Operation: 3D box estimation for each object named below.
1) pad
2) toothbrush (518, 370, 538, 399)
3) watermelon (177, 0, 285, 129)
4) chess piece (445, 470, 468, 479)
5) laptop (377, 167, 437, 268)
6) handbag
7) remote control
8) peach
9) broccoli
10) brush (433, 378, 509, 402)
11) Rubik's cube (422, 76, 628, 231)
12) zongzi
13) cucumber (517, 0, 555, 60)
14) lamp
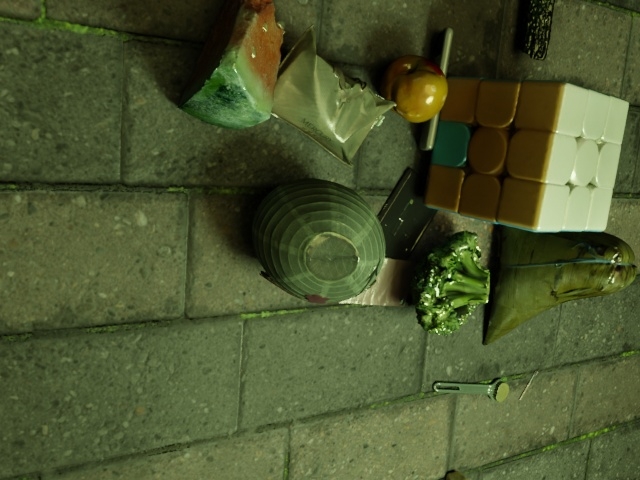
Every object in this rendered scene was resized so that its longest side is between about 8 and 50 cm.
[{"bbox_3d":[0.128,0.091,1.451,0.187,0.006,0.113,6,104,-33],"label":"pad"},{"bbox_3d":[0.580,0.404,1.821,0.006,0.008,0.097,38,80,-19],"label":"toothbrush"},{"bbox_3d":[-0.133,-0.334,1.105,0.139,0.193,0.257,19,76,-35],"label":"watermelon"},{"bbox_3d":[0.363,0.757,1.691,0.137,0.137,0.301,-6,101,-32],"label":"chess piece"},{"bbox_3d":[0.190,-0.049,1.460,0.135,0.016,0.197,37,80,-32],"label":"laptop"},{"bbox_3d":[0.013,-0.266,1.235,0.270,0.117,0.182,29,104,-33],"label":"handbag"},{"bbox_3d":[0.245,-0.325,1.407,0.029,0.067,0.261,8,97,-7],"label":"remote control"},{"bbox_3d":[0.195,-0.306,1.332,0.138,0.138,0.138,-8,105,-32],"label":"peach"},{"bbox_3d":[0.291,0.098,1.460,0.176,0.226,0.198,-18,123,17],"label":"broccoli"},{"bbox_3d":[0.391,0.384,1.682,0.266,0.027,0.062,11,94,-34],"label":"brush"},{"bbox_3d":[0.438,-0.181,1.403,0.290,0.291,0.291,0,103,-41],"label":"Rubik's cube"},{"bbox_3d":[0.552,0.134,1.563,0.160,0.323,0.361,7,101,-42],"label":"zongzi"},{"bbox_3d":[0.506,-0.552,1.516,0.077,0.077,0.265,-4,103,-33],"label":"cucumber"},{"bbox_3d":[0.000,0.000,1.224,0.265,0.233,0.233,14,93,-13],"label":"lamp"}]
